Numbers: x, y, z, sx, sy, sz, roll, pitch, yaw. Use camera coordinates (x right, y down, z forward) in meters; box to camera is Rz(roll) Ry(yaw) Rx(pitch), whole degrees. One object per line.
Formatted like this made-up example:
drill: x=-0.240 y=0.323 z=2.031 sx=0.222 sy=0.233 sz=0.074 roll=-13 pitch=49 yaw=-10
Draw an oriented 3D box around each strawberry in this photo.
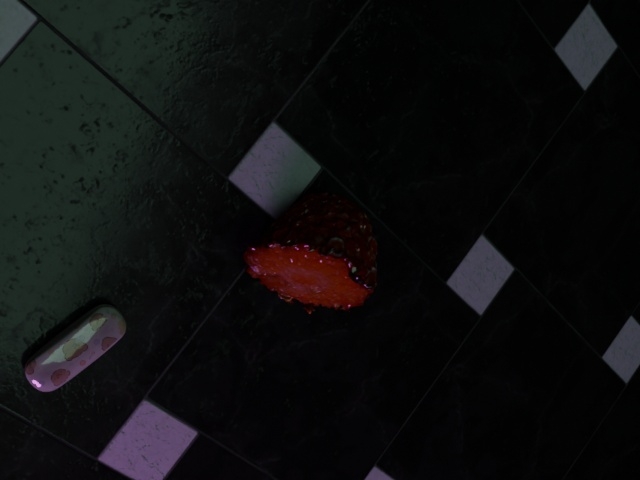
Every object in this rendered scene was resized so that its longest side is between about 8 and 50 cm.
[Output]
strawberry: x=0.000 y=0.000 z=1.243 sx=0.234 sy=0.234 sz=0.178 roll=32 pitch=60 yaw=-30

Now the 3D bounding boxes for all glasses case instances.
glasses case: x=-0.370 y=0.162 z=1.162 sx=0.164 sy=0.041 sz=0.063 roll=-39 pitch=116 yaw=-15
